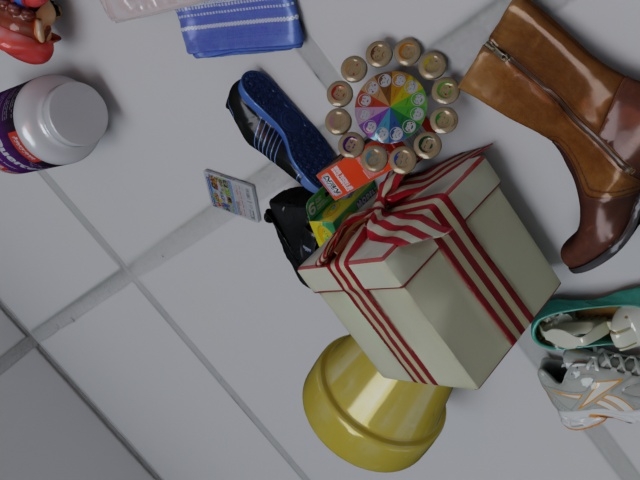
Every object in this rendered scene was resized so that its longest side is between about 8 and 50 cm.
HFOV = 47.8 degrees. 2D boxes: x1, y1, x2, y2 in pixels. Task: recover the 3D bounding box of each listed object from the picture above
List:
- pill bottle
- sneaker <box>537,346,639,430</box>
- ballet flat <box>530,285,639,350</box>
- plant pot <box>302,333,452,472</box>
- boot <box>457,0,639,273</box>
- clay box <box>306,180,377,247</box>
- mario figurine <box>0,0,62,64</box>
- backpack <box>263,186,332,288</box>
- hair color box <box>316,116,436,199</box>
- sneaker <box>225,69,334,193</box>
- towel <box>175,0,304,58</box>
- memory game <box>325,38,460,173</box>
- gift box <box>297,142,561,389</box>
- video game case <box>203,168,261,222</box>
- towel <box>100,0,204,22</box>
[{"bbox_3d":[-0.578,-0.239,1.496,0.323,0.181,0.181,-2,124,44],"label":"pill bottle"},{"bbox_3d":[0.421,0.198,1.055,0.121,0.099,0.262,51,142,-2],"label":"sneaker"},{"bbox_3d":[0.400,0.119,1.002,0.247,0.087,0.083,-14,114,49],"label":"ballet flat"},{"bbox_3d":[0.126,0.230,1.257,0.254,0.254,0.239,35,126,12],"label":"plant pot"},{"bbox_3d":[0.282,-0.116,0.882,0.280,0.096,0.264,36,143,12],"label":"boot"},{"bbox_3d":[0.060,0.000,1.173,0.053,0.127,0.222,6,130,39],"label":"clay box"},{"bbox_3d":[-0.514,-0.472,1.301,0.198,0.170,0.320,-118,33,-42],"label":"mario figurine"},{"bbox_3d":[0.000,0.000,1.238,0.152,0.115,0.182,17,134,54],"label":"backpack"},{"bbox_3d":[0.079,-0.127,1.062,0.053,0.093,0.167,52,142,-9],"label":"hair color box"},{"bbox_3d":[-0.066,-0.165,1.180,0.232,0.081,0.090,54,146,-1],"label":"sneaker"},{"bbox_3d":[-0.163,-0.428,1.047,0.243,0.040,0.336,8,130,37],"label":"towel"},{"bbox_3d":[0.093,-0.179,0.960,0.186,0.186,0.012,32,-175,16],"label":"memory game"},{"bbox_3d":[0.160,0.028,1.010,0.258,0.255,0.276,52,148,-14],"label":"gift box"},{"bbox_3d":[-0.172,-0.087,1.403,0.122,0.011,0.087,20,137,29],"label":"video game case"},{"bbox_3d":[-0.267,-0.491,1.020,0.317,0.053,0.331,3,125,37],"label":"towel"}]
